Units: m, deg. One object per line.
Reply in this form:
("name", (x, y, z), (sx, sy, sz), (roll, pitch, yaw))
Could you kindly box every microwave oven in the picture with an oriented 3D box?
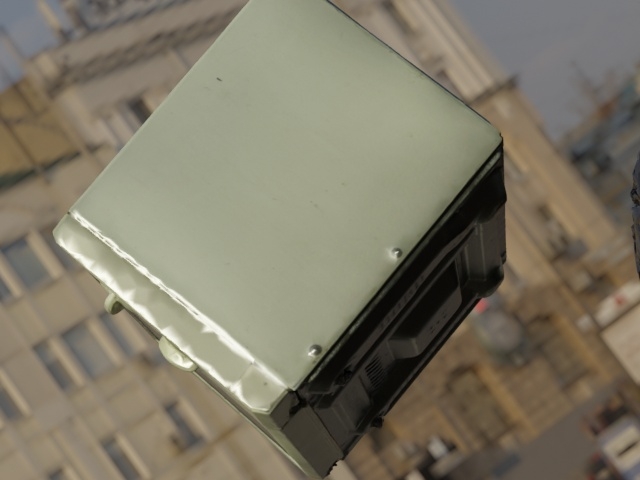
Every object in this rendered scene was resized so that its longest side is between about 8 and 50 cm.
("microwave oven", (0.000, 0.000, 0.957), (0.194, 0.145, 0.240), (-47, -14, -6))

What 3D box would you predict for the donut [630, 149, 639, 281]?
("donut", (0.257, 0.010, 1.044), (0.103, 0.269, 0.269), (-9, -16, -15))
